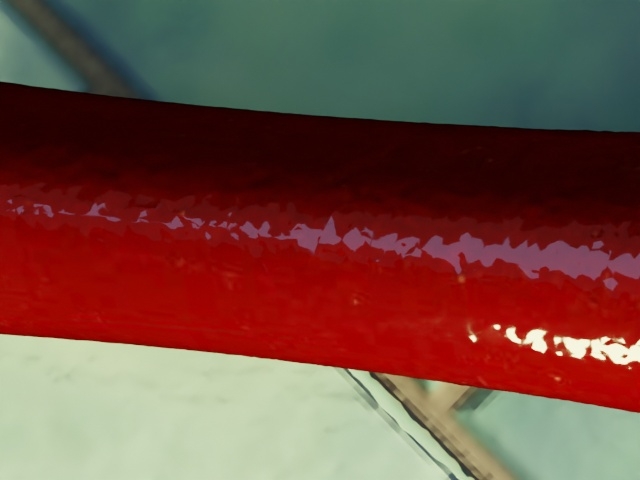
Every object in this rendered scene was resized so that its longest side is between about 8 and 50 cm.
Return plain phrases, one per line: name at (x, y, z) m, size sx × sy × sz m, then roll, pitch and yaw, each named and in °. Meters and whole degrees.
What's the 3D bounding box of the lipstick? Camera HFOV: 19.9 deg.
lipstick at (0.000, 0.000, 0.515) m, size 0.241 × 0.080 × 0.080 m, roll 5°, pitch 87°, yaw 18°
